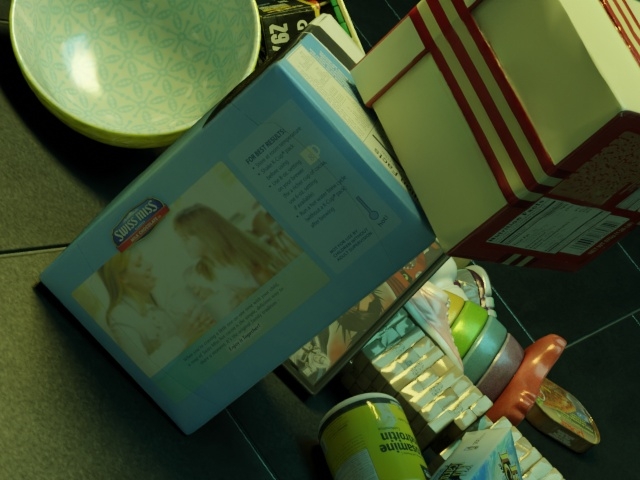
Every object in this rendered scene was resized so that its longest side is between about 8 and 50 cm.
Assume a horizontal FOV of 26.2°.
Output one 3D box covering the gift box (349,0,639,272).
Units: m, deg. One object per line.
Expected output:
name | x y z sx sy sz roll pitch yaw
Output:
gift box | 0.210 -0.132 1.317 0.276 0.255 0.258 11 47 -51

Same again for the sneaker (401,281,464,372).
sneaker | 0.149 0.108 1.715 0.070 0.051 0.134 -34 85 -32

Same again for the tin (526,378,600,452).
tin | 0.367 0.269 2.153 0.189 0.040 0.106 33 23 -34

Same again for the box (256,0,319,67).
box | -0.033 -0.182 1.798 0.322 0.079 0.257 -117 -165 -78

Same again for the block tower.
block tower | 0.167 0.240 1.663 0.091 0.097 0.335 -34 75 -32

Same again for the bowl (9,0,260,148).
bowl | -0.223 -0.224 1.651 0.289 0.289 0.156 53 -20 11

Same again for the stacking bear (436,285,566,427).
stacking bear | 0.148 0.128 1.817 0.289 0.164 0.175 38 46 1

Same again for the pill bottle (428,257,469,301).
pill bottle | 0.119 0.027 1.968 0.121 0.121 0.216 7 45 -59

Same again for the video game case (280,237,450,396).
video game case | 0.000 0.000 1.616 0.248 0.275 0.035 46 -9 -7

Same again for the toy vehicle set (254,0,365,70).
toy vehicle set | -0.005 -0.226 2.011 0.035 0.166 0.267 65 2 -85

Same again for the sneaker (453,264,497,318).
sneaker | 0.221 0.144 2.072 0.098 0.083 0.224 -3 57 -17

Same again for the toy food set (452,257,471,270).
toy food set | 0.211 -0.004 2.163 0.038 0.192 0.132 23 6 38

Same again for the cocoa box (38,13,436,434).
cocoa box | -0.064 -0.019 1.394 0.231 0.347 0.228 47 22 -8

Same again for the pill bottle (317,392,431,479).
pill bottle | 0.070 0.266 1.505 0.103 0.103 0.184 26 31 -44

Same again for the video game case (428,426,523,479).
video game case | 0.183 0.364 1.465 0.244 0.061 0.270 -27 103 -68
